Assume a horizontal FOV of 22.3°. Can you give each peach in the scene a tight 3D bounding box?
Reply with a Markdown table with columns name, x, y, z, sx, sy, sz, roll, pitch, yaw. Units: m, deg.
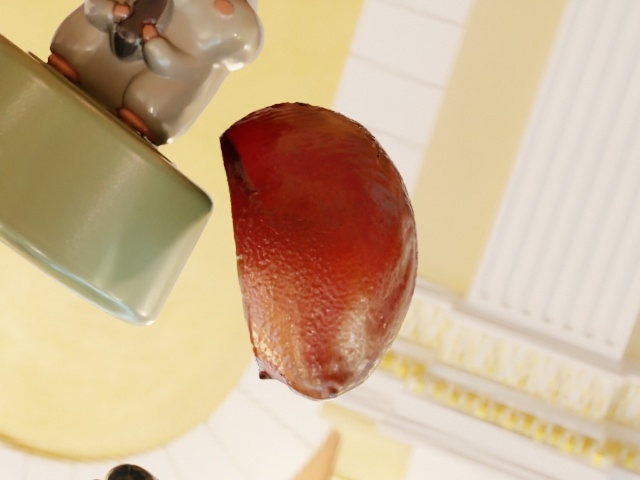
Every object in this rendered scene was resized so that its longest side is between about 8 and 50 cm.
| name | x | y | z | sx | sy | sz | roll | pitch | yaw |
| --- | --- | --- | --- | --- | --- | --- | --- | --- | --- |
| peach | -0.002 | -0.006 | 1.317 | 0.159 | 0.154 | 0.267 | -13 | -136 | 5 |

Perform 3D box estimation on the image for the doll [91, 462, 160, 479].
| name | x | y | z | sx | sy | sz | roll | pitch | yaw |
| --- | --- | --- | --- | --- | --- | --- | --- | --- | --- |
| doll | -0.159 | 0.235 | 1.366 | 0.102 | 0.088 | 0.179 | 9 | 168 | 7 |

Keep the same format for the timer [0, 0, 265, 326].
| name | x | y | z | sx | sy | sz | roll | pitch | yaw |
| --- | --- | --- | --- | --- | --- | --- | --- | --- | --- |
| timer | -0.170 | -0.131 | 1.378 | 0.291 | 0.315 | 0.291 | 38 | 180 | 0 |
